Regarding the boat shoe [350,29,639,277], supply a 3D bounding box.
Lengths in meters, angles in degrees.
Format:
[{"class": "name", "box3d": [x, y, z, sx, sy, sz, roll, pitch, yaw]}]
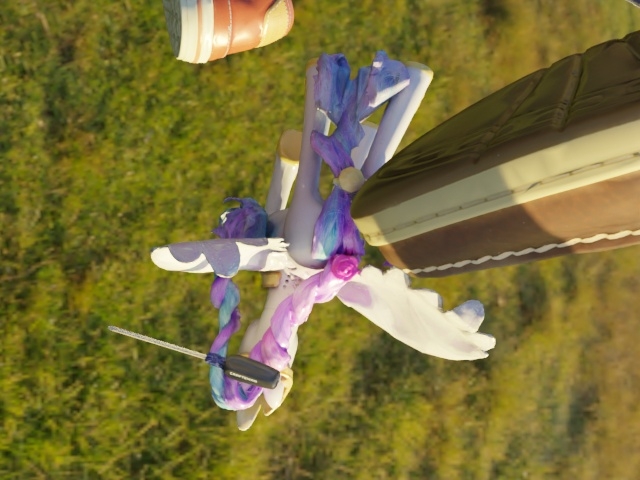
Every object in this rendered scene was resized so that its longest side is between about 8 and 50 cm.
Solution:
[{"class": "boat shoe", "box3d": [0.178, -0.022, 0.386, 0.123, 0.342, 0.123, 68, 22, -15]}]

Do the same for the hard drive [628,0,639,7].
[{"class": "hard drive", "box3d": [0.321, -0.098, 0.618, 0.319, 0.210, 0.040, 6, 119, -37]}]

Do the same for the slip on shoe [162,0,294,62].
[{"class": "slip on shoe", "box3d": [-0.087, -0.293, 0.901, 0.123, 0.101, 0.331, 115, -32, -61]}]

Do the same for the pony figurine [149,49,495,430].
[{"class": "pony figurine", "box3d": [0.000, 0.000, 1.051, 0.303, 0.351, 0.363, 20, 73, -9]}]

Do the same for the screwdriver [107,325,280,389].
[{"class": "screwdriver", "box3d": [-0.117, 0.102, 0.994, 0.025, 0.170, 0.024, 95, 14, -66]}]
